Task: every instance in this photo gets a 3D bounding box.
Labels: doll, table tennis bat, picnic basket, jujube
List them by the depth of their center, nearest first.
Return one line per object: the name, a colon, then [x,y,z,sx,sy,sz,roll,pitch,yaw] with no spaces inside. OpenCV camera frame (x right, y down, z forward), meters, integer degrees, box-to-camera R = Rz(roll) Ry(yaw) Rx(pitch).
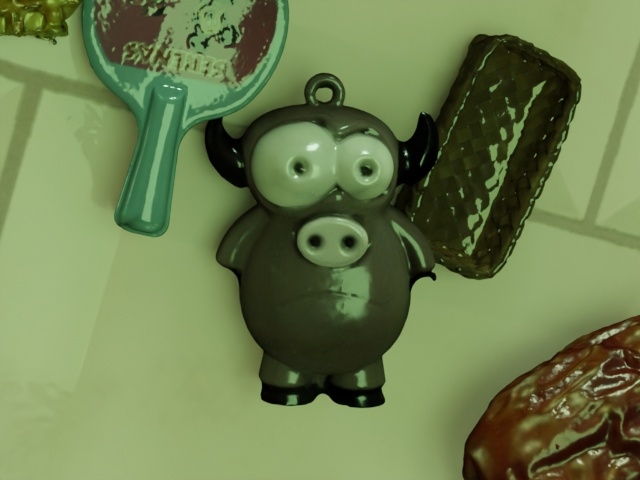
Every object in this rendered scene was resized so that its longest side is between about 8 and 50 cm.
table tennis bat: [-0.109,-0.124,1.246,0.153,0.040,0.244,13,89,-6]
doll: [0.000,0.001,1.294,0.182,0.117,0.257,1,106,-3]
picnic basket: [0.132,-0.069,1.368,0.110,0.055,0.193,24,91,-26]
jujube: [0.241,0.167,1.407,0.250,0.174,0.174,-24,110,-19]

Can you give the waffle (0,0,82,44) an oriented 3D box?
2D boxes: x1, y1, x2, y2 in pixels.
waffle: [-0.267,-0.176,1.184,0.192,0.046,0.160,30,87,-25]
